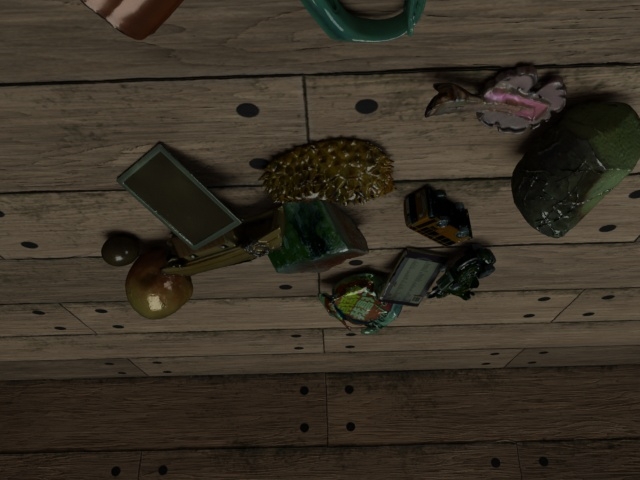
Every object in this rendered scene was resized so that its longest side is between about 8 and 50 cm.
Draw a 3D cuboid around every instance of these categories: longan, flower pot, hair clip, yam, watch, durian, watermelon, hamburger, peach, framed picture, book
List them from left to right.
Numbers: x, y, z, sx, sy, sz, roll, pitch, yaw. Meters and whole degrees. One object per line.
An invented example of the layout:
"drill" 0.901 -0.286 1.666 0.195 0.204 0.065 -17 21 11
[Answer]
"longan" -0.592 0.031 1.719 0.114 0.092 0.113 -18 168 -4
"flower pot" -0.237 -0.401 0.790 0.173 0.190 0.191 -27 145 21
"peach" -0.488 0.122 1.780 0.233 0.232 0.232 -1 153 0
"framed picture" -0.349 -0.100 1.429 0.217 0.017 0.274 -24 120 38
"watermelon" -0.004 0.011 1.633 0.264 0.151 0.302 -25 145 37
"durian" 0.016 -0.145 1.366 0.342 0.112 0.191 0 156 3
"hamburger" 0.152 0.200 2.060 0.276 0.150 0.260 32 122 -27
"watch" 0.069 -0.404 0.907 0.195 0.068 0.237 -18 145 26
"book" 0.302 0.123 1.912 0.158 0.026 0.231 9 126 -23
"hair clip" 0.339 -0.279 1.155 0.301 0.069 0.173 -2 157 -22
"yam" 0.552 -0.165 1.259 0.201 0.202 0.271 38 154 1

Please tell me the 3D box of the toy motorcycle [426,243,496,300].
"toy motorcycle" 0.469 0.111 1.877 0.187 0.124 0.274 -12 154 -30

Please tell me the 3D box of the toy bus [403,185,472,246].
"toy bus" 0.313 -0.061 1.565 0.114 0.098 0.201 -24 147 38

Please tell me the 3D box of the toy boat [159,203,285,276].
"toy boat" -0.270 -0.008 1.582 0.446 0.135 0.162 -14 146 31
